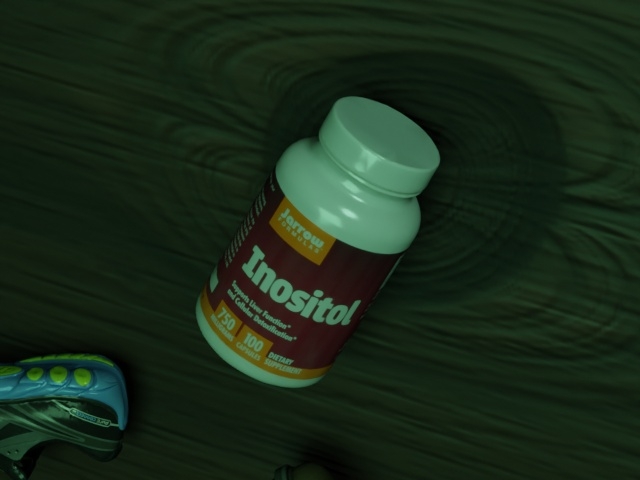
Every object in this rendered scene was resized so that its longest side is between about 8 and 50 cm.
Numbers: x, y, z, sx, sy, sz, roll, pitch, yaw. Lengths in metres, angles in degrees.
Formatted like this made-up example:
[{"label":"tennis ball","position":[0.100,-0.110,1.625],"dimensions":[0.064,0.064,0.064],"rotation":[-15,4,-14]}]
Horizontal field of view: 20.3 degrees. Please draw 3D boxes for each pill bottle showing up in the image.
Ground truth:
[{"label":"pill bottle","position":[0.000,0.000,0.973],"dimensions":[0.086,0.086,0.152],"rotation":[34,118,6]}]

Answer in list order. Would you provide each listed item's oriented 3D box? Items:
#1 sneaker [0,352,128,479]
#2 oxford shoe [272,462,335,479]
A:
[{"label":"sneaker","position":[-0.207,0.113,1.104],"dimensions":[0.188,0.067,0.078],"rotation":[-3,103,18]},{"label":"oxford shoe","position":[0.062,0.207,1.044],"dimensions":[0.096,0.083,0.227],"rotation":[-41,93,10]}]
